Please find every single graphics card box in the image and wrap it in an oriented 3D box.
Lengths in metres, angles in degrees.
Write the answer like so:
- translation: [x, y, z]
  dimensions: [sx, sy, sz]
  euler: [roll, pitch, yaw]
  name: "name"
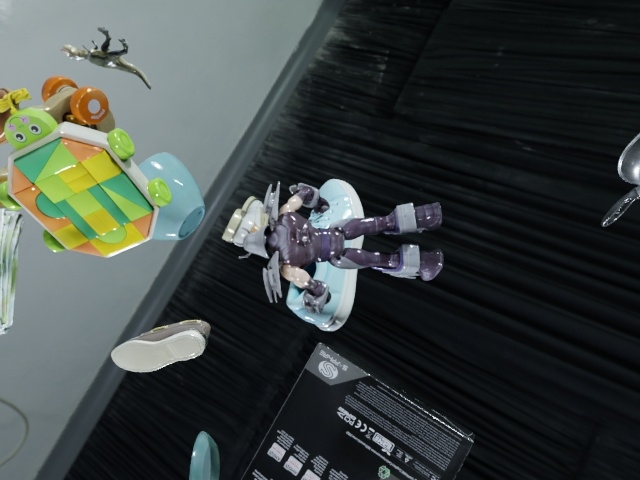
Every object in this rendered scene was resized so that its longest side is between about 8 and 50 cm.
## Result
- translation: [0.009, 0.350, 0.639]
  dimensions: [0.371, 0.233, 0.094]
  euler: [-61, 156, -4]
  name: "graphics card box"

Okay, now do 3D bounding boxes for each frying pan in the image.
- translation: [0.660, -0.134, 1.005]
  dimensions: [0.197, 0.053, 0.326]
  euler: [14, 137, -24]
  name: "frying pan"

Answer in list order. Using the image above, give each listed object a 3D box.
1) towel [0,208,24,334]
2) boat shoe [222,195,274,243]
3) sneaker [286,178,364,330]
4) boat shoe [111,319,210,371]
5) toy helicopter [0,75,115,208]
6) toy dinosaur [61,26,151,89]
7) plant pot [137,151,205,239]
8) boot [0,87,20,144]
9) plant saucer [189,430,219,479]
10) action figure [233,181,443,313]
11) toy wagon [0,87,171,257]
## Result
- translation: [-0.908, 0.081, 1.158]
  dimensions: [0.090, 0.374, 0.320]
  euler: [96, -13, -67]
  name: "towel"
- translation: [-0.172, -0.036, 1.282]
  dimensions: [0.113, 0.103, 0.302]
  euler: [-62, -174, 14]
  name: "boat shoe"
- translation: [0.000, 0.000, 1.063]
  dimensions: [0.150, 0.135, 0.366]
  euler: [30, 49, -37]
  name: "sneaker"
- translation: [-0.493, 0.322, 1.534]
  dimensions: [0.097, 0.324, 0.117]
  euler: [-74, 145, -62]
  name: "boat shoe"
- translation: [-0.621, -0.196, 1.146]
  dimensions: [0.355, 0.140, 0.235]
  euler: [-53, 152, -28]
  name: "toy helicopter"
- translation: [-0.629, -0.560, 1.483]
  dimensions: [0.064, 0.268, 0.118]
  euler: [-84, -164, -57]
  name: "toy dinosaur"
- translation: [-0.496, -0.113, 1.615]
  dimensions: [0.290, 0.195, 0.290]
  euler: [-54, 172, -11]
  name: "plant pot"
- translation: [-0.867, -0.266, 1.152]
  dimensions: [0.109, 0.283, 0.220]
  euler: [67, 25, -2]
  name: "boot"
- translation: [-0.179, 0.361, 0.770]
  dimensions: [0.021, 0.119, 0.119]
  euler: [10, 102, -25]
  name: "plant saucer"
- translation: [0.024, 0.008, 0.684]
  dimensions: [0.099, 0.285, 0.185]
  euler: [138, -49, -78]
  name: "action figure"
- translation: [-0.463, -0.113, 0.920]
  dimensions: [0.267, 0.068, 0.344]
  euler: [-22, 129, 9]
  name: "toy wagon"
